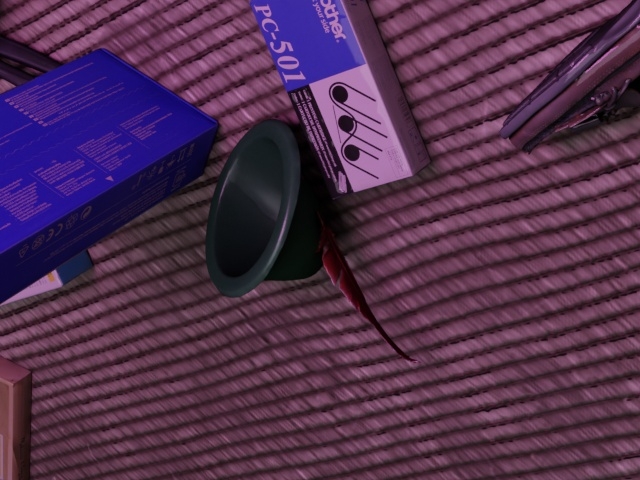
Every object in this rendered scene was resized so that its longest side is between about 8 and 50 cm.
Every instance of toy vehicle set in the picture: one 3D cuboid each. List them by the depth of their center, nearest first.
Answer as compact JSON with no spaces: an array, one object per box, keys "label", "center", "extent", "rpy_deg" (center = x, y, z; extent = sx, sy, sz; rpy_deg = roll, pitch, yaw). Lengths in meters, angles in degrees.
[{"label":"toy vehicle set","center":[-0.462,0.258,1.760],"extent":[0.166,0.035,0.266],"rpy_deg":[22,123,22]}]

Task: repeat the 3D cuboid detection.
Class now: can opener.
[{"label":"can opener","center":[-0.352,-0.201,1.465],"extent":[0.186,0.073,0.059],"rpy_deg":[17,82,21]}]

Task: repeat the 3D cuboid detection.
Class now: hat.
[{"label":"hat","center":[0.000,0.000,1.350],"extent":[0.173,0.184,0.208],"rpy_deg":[0,77,59]}]

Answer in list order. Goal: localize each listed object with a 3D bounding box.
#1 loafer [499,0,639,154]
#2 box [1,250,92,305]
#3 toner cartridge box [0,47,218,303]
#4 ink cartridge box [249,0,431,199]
[{"label":"loafer","center":[0.258,-0.146,1.078],"extent":[0.084,0.096,0.267],"rpy_deg":[45,126,-1]},{"label":"box","center":[-0.391,0.025,1.586],"extent":[0.244,0.060,0.100],"rpy_deg":[-16,103,36]},{"label":"toner cartridge box","center":[-0.265,-0.069,1.279],"extent":[0.165,0.348,0.075],"rpy_deg":[33,127,16]},{"label":"ink cartridge box","center":[0.019,-0.149,1.253],"extent":[0.097,0.046,0.207],"rpy_deg":[-15,104,35]}]
